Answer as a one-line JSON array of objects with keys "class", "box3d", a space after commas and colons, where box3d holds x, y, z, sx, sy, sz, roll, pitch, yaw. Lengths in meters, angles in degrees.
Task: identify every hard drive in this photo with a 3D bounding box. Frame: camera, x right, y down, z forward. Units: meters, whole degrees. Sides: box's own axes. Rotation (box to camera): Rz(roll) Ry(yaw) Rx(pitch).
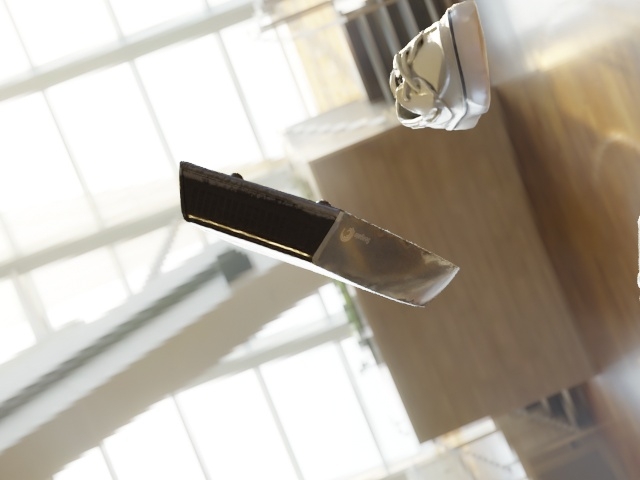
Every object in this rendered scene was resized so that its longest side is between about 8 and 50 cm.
[{"class": "hard drive", "box3d": [0.000, 0.000, 1.206, 0.172, 0.054, 0.255, 18, 178, 27]}]

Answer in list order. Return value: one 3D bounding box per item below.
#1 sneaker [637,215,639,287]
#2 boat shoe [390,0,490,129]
[{"class": "sneaker", "box3d": [0.285, -0.051, 1.061, 0.281, 0.105, 0.115, 109, 155, -56]}, {"class": "boat shoe", "box3d": [0.108, -0.149, 1.348, 0.258, 0.084, 0.095, 82, 180, -76]}]
